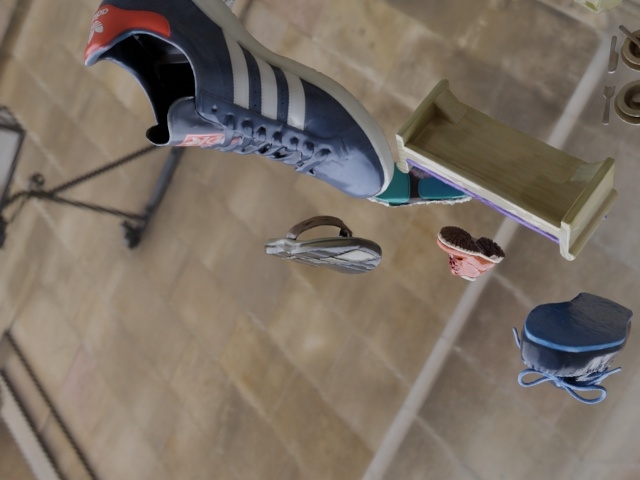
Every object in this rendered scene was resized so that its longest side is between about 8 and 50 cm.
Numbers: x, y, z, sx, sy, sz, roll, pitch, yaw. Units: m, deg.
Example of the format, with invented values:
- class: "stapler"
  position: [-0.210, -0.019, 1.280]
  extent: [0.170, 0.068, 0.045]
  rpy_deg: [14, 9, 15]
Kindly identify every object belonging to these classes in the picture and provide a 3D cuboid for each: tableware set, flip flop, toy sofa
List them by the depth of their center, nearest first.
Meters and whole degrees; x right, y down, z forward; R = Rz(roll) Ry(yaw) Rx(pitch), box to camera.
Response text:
- class: "flip flop"
  position: [0.000, 0.000, 1.782]
  extent: [0.112, 0.080, 0.277]
  rpy_deg: [22, 171, -26]
- class: "toy sofa"
  position: [0.316, -0.112, 1.920]
  extent: [0.363, 0.150, 0.177]
  rpy_deg: [30, 160, 25]
- class: "tableware set"
  position: [0.558, -0.291, 1.937]
  extent: [0.128, 0.194, 0.039]
  rpy_deg: [2, 155, 22]

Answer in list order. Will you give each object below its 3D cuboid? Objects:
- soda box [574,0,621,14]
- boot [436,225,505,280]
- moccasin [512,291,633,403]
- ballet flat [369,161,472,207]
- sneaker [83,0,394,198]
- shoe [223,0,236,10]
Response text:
- class: "soda box"
  position: [0.457, -0.457, 1.779]
  extent: [0.061, 0.181, 0.058]
  rpy_deg: [-27, -131, -27]
- class: "boot"
  position: [0.246, 0.028, 1.949]
  extent: [0.158, 0.084, 0.059]
  rpy_deg: [21, -144, -40]
- class: "moccasin"
  position: [0.350, 0.154, 1.493]
  extent: [0.138, 0.116, 0.342]
  rpy_deg: [25, -166, 28]
- class: "ballet flat"
  position: [0.164, -0.100, 2.042]
  extent: [0.241, 0.091, 0.077]
  rpy_deg: [7, 177, -8]
- class: "sneaker"
  position: [-0.086, -0.126, 1.133]
  extent: [0.350, 0.131, 0.148]
  rpy_deg: [36, -122, -12]
- class: "shoe"
  position: [-0.148, -0.439, 1.845]
  extent: [0.077, 0.219, 0.058]
  rpy_deg: [-12, -121, -52]
